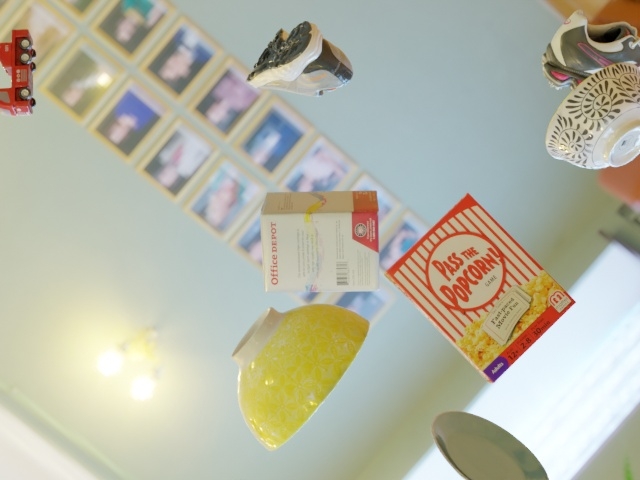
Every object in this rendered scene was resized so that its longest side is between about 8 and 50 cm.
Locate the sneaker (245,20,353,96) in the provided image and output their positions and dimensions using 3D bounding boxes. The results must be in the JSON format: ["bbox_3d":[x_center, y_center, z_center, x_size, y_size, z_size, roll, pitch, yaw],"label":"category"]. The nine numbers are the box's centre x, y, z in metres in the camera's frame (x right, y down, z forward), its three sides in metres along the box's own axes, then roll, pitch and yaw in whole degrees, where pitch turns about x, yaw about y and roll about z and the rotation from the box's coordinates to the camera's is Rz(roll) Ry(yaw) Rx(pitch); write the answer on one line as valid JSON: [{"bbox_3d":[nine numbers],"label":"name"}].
[{"bbox_3d":[-0.033,-0.255,2.149,0.108,0.100,0.271,33,174,-18],"label":"sneaker"}]

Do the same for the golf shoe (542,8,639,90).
[{"bbox_3d":[0.482,-0.267,2.233,0.272,0.120,0.105,13,-147,-15],"label":"golf shoe"}]

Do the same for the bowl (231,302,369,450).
[{"bbox_3d":[-0.062,0.208,2.516,0.156,0.289,0.289,38,-176,-6],"label":"bowl"}]

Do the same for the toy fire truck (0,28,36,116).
[{"bbox_3d":[-0.532,-0.292,2.332,0.047,0.135,0.192,89,179,-74],"label":"toy fire truck"}]

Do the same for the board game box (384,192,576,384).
[{"bbox_3d":[0.198,0.060,1.798,0.193,0.147,0.045,45,175,5],"label":"board game box"}]

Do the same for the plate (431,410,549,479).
[{"bbox_3d":[0.231,0.305,1.985,0.188,0.024,0.188,24,-155,-12],"label":"plate"}]

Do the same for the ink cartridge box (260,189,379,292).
[{"bbox_3d":[0.000,0.000,2.170,0.176,0.128,0.127,-1,-162,1],"label":"ink cartridge box"}]

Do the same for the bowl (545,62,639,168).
[{"bbox_3d":[0.402,-0.154,1.987,0.080,0.170,0.170,52,-170,32],"label":"bowl"}]
